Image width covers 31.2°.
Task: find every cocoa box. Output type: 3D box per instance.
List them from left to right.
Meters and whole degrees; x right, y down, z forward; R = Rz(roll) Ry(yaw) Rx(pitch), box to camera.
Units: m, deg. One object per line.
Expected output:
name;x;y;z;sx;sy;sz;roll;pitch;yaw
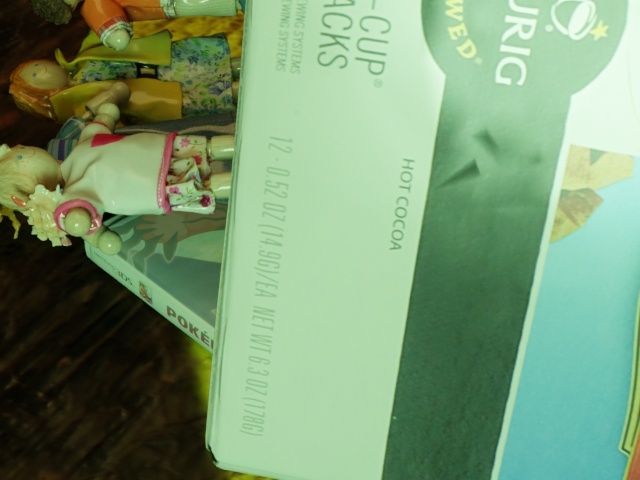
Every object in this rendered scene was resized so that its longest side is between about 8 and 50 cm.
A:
cocoa box;0.111;-0.067;0.496;0.228;0.231;0.347;10;25;6

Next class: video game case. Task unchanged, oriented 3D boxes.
video game case;0.000;0.000;0.659;0.183;0.023;0.201;33;49;31

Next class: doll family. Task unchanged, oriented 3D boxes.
doll family;-0.113;-0.064;0.657;0.163;0.118;0.263;-5;45;0
